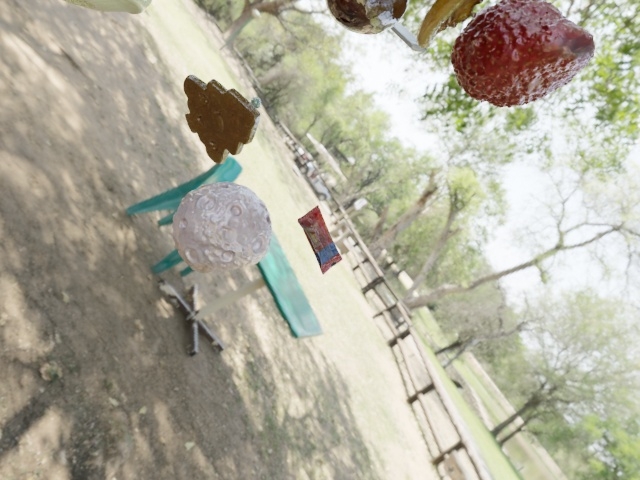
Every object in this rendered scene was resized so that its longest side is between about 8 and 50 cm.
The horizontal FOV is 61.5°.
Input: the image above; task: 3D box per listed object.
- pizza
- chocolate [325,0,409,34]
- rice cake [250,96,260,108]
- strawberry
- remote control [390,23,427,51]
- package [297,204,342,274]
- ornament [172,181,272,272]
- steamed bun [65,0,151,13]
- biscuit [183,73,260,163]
[{"bbox_3d":[0.286,-0.484,1.078,0.134,0.271,0.056,-19,78,-45],"label":"pizza"},{"bbox_3d":[0.083,-0.464,1.027,0.177,0.176,0.177,51,7,-8],"label":"chocolate"},{"bbox_3d":[-0.223,-0.472,1.838,0.207,0.033,0.033,-116,-157,-71],"label":"rice cake"},{"bbox_3d":[0.438,-0.395,1.175,0.261,0.261,0.258,44,23,-49],"label":"strawberry"},{"bbox_3d":[0.307,-0.728,1.930,0.067,0.029,0.261,7,35,-22],"label":"remote control"},{"bbox_3d":[0.000,0.000,1.594,0.022,0.083,0.200,19,-42,57],"label":"package"},{"bbox_3d":[-0.257,-0.037,1.395,0.259,0.259,0.225,-60,142,-83],"label":"ornament"},{"bbox_3d":[-0.555,-0.746,1.221,0.290,0.371,0.456,25,15,38],"label":"steamed bun"},{"bbox_3d":[-0.283,-0.354,1.584,0.301,0.043,0.278,9,-57,36],"label":"biscuit"}]
